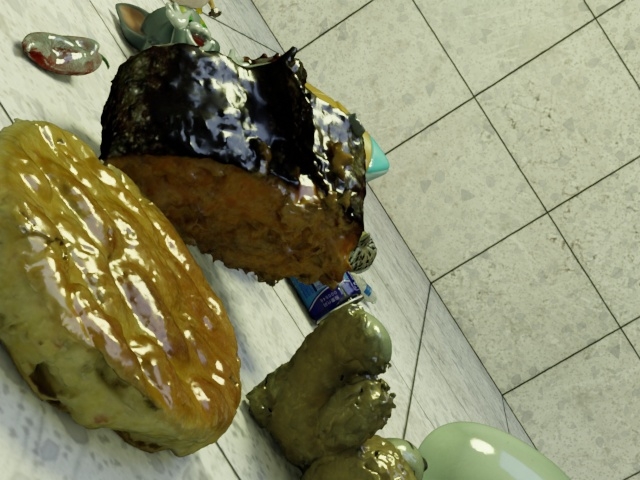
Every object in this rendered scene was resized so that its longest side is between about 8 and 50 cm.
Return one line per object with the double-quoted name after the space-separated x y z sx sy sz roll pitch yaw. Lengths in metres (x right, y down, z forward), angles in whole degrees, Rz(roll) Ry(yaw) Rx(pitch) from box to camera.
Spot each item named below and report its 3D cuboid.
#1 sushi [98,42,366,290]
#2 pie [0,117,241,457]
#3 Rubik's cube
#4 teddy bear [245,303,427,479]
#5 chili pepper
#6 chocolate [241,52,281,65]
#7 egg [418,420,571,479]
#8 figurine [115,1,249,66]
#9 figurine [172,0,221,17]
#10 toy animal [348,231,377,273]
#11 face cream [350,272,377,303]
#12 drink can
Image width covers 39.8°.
-0.081 -0.088 1.009 0.348 0.234 0.207 20 52 -35 "sushi"
-0.179 0.038 0.758 0.339 0.083 0.339 54 9 -12 "pie"
-0.044 -0.177 1.655 0.254 0.254 0.254 55 11 -16 "Rubik's cube"
0.033 0.230 0.964 0.256 0.156 0.267 58 -20 23 "teddy bear"
-0.302 -0.218 1.033 0.050 0.041 0.153 40 23 14 "chili pepper"
-0.126 -0.257 1.582 0.206 0.177 0.224 39 23 -60 "chocolate"
0.282 0.424 1.326 0.371 0.230 0.230 50 12 -13 "egg"
-0.201 -0.270 1.398 0.193 0.140 0.265 10 58 -45 "figurine"
-0.298 -0.582 1.913 0.229 0.137 0.112 54 42 3 "figurine"
0.082 0.026 1.890 0.098 0.098 0.137 55 -24 -11 "toy animal"
0.090 0.107 1.901 0.130 0.034 0.034 43 18 -56 "face cream"
-0.025 0.017 1.467 0.235 0.097 0.097 58 10 10 "drink can"
